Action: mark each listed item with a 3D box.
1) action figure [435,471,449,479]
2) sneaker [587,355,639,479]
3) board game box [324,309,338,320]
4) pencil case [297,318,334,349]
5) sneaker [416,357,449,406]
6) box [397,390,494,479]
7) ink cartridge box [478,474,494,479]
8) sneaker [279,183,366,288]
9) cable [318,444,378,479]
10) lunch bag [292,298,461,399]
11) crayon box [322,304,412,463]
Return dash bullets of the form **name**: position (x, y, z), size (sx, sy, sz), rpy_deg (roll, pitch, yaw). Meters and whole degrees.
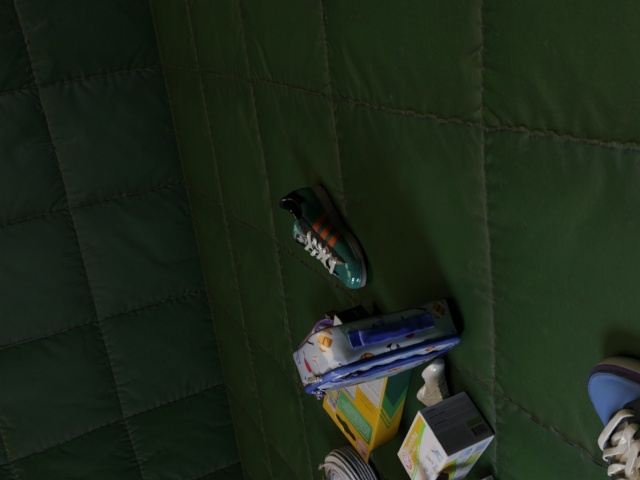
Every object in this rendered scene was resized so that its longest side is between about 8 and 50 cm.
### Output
- **action figure**: position (0.274, 0.567, 1.314), size (0.185, 0.099, 0.285), rpy_deg (-17, 127, 40)
- **sneaker**: position (0.377, 0.295, 0.795), size (0.323, 0.236, 0.130), rpy_deg (54, 150, 38)
- **board game box**: position (0.089, 0.270, 1.709), size (0.260, 0.030, 0.136), rpy_deg (16, 122, 64)
- **pencil case**: position (0.000, 0.275, 1.776), size (0.088, 0.086, 0.206), rpy_deg (34, 152, 3)
- **sneaker**: position (0.238, 0.293, 1.363), size (0.061, 0.054, 0.152), rpy_deg (44, 150, 34)
- **box**: position (0.243, 0.409, 1.338), size (0.103, 0.114, 0.203), rpy_deg (58, 154, 34)
- **ink cartridge box**: position (0.325, 0.490, 1.314), size (0.048, 0.028, 0.083), rpy_deg (64, 156, 21)
- **sneaker**: position (0.000, 0.000, 1.607), size (0.302, 0.121, 0.108), rpy_deg (60, 154, 29)
- **cable**: position (0.098, 0.713, 1.910), size (0.257, 0.089, 0.257), rpy_deg (61, 154, 25)
- **lunch bag**: position (0.101, 0.205, 1.282), size (0.243, 0.303, 0.115), rpy_deg (130, 124, -63)
- **crayon box**: position (0.104, 0.338, 1.578), size (0.203, 0.083, 0.323), rpy_deg (45, 141, 40)
